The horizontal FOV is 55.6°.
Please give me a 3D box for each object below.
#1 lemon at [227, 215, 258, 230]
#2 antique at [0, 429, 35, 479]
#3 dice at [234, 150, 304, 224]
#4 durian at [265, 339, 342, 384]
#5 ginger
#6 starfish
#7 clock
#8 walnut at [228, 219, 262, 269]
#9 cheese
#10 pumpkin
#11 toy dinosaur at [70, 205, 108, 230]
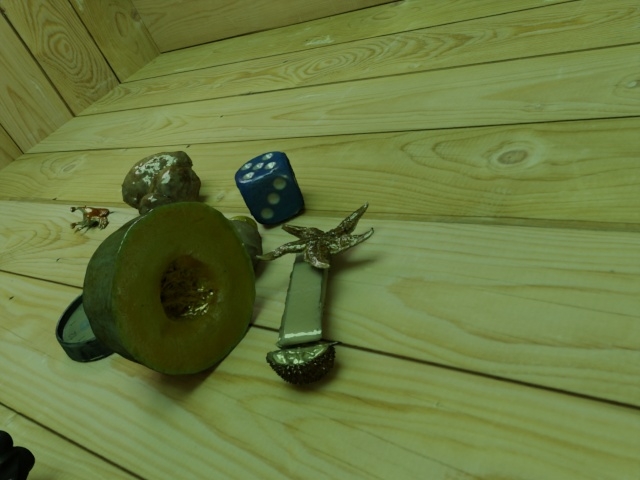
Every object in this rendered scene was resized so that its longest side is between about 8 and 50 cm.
[{"bbox_3d":[-0.208,-0.020,1.518,0.111,0.082,0.082,-16,34,21],"label":"lemon"},{"bbox_3d":[-0.654,0.470,1.049,0.322,0.185,0.255,-15,35,25],"label":"antique"},{"bbox_3d":[-0.128,-0.134,1.562,0.146,0.146,0.143,-25,30,3],"label":"dice"},{"bbox_3d":[-0.022,0.213,1.066,0.140,0.071,0.110,-14,21,14],"label":"durian"},{"bbox_3d":[-0.475,-0.160,1.837,0.245,0.155,0.304,-33,32,-13],"label":"ginger"},{"bbox_3d":[0.000,0.000,1.279,0.277,0.062,0.236,-21,25,-16],"label":"starfish"},{"bbox_3d":[-0.519,0.174,1.490,0.281,0.055,0.280,-18,33,12],"label":"clock"},{"bbox_3d":[-0.210,0.021,1.414,0.162,0.140,0.140,-9,35,45],"label":"walnut"},{"bbox_3d":[-0.024,0.086,1.229,0.085,0.034,0.400,-16,23,11],"label":"cheese"},{"bbox_3d":[-0.314,0.089,1.221,0.199,0.332,0.332,3,43,45],"label":"pumpkin"},{"bbox_3d":[-0.774,-0.095,2.056,0.142,0.057,0.212,-11,35,3],"label":"toy dinosaur"}]
